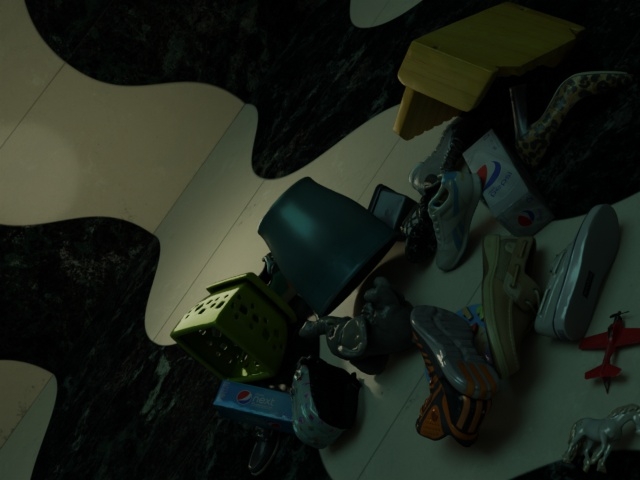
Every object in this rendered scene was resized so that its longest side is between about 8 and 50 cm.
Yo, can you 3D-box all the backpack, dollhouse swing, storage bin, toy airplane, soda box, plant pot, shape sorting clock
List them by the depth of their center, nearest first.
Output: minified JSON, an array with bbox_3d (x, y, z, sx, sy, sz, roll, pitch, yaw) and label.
[{"bbox_3d":[0.475,0.179,1.446,0.151,0.028,0.151,-40,28,26],"label":"toy airplane"},{"bbox_3d":[0.280,0.210,1.701,0.206,0.040,0.206,-38,29,26],"label":"shape sorting clock"},{"bbox_3d":[0.006,0.348,1.870,0.115,0.151,0.182,-54,25,32],"label":"backpack"},{"bbox_3d":[0.395,-0.121,1.875,0.091,0.098,0.286,-42,29,19],"label":"soda box"},{"bbox_3d":[-0.130,0.377,1.984,0.210,0.071,0.067,9,56,20],"label":"soda box"},{"bbox_3d":[0.000,0.000,2.044,0.272,0.255,0.272,-47,-8,-9],"label":"plant pot"},{"bbox_3d":[0.380,-0.352,2.065,0.346,0.305,0.315,-29,45,-35],"label":"dollhouse swing"},{"bbox_3d":[0.177,-0.058,2.150,0.091,0.098,0.135,17,84,43],"label":"storage bin"},{"bbox_3d":[-0.209,0.218,2.269,0.227,0.228,0.207,-19,33,47],"label":"plant pot"}]

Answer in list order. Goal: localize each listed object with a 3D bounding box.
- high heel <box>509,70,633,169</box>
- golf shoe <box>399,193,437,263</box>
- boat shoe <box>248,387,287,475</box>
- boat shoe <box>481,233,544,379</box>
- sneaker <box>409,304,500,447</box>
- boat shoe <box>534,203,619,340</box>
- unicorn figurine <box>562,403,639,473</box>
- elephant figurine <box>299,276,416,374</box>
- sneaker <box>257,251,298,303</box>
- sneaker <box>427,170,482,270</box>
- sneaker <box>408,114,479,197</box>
[{"bbox_3d":[0.542,-0.258,1.881,0.261,0.186,0.093,-8,-1,19],"label":"high heel"},{"bbox_3d":[0.225,-0.012,2.046,0.094,0.077,0.198,-39,20,46],"label":"golf shoe"},{"bbox_3d":[-0.129,0.437,2.031,0.075,0.065,0.206,-15,44,50],"label":"boat shoe"},{"bbox_3d":[0.356,0.105,1.616,0.110,0.122,0.341,-5,42,14],"label":"boat shoe"},{"bbox_3d":[0.215,0.253,1.606,0.321,0.124,0.180,-104,26,-65],"label":"sneaker"},{"bbox_3d":[0.454,0.055,1.573,0.088,0.096,0.268,0,64,52],"label":"boat shoe"},{"bbox_3d":[0.430,0.296,1.332,0.162,0.060,0.111,-3,54,56],"label":"unicorn figurine"},{"bbox_3d":[0.090,0.207,1.882,0.239,0.169,0.186,-40,13,10],"label":"elephant figurine"},{"bbox_3d":[-0.080,0.061,2.367,0.302,0.121,0.108,-47,27,7],"label":"sneaker"},{"bbox_3d":[0.274,-0.043,1.893,0.087,0.092,0.229,-104,22,-64],"label":"sneaker"},{"bbox_3d":[0.318,-0.186,2.113,0.229,0.086,0.132,-51,32,17],"label":"sneaker"}]
